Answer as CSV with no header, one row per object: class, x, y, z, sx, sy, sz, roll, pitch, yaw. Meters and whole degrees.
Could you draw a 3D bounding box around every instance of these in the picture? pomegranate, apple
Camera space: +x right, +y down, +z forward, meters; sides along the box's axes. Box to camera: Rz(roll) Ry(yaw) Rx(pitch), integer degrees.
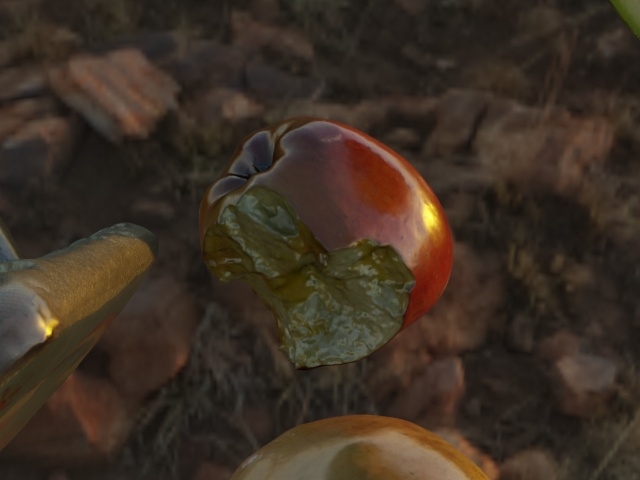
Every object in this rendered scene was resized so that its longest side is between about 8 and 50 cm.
pomegranate,0.021,0.267,1.292,0.270,0.252,0.229,-38,26,-21
apple,0.003,-0.007,1.224,0.147,0.158,0.156,-40,23,-32

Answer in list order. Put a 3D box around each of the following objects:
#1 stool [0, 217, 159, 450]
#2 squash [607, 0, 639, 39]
stool,-0.271,0.053,0.906,0.310,0.310,0.226,-44,92,9
squash,0.232,-0.230,1.118,0.049,0.252,0.252,-22,51,-17
